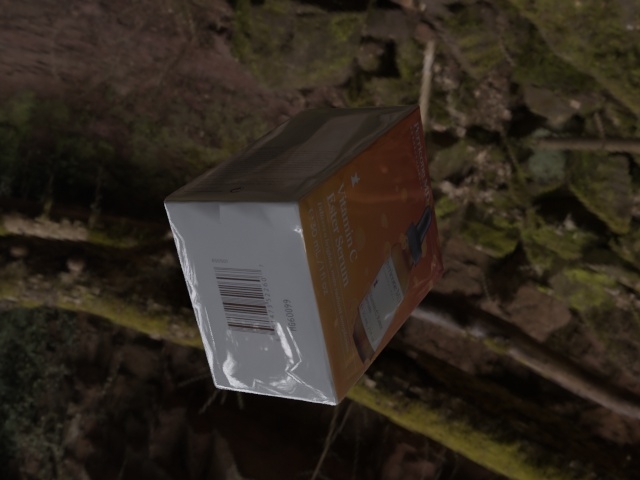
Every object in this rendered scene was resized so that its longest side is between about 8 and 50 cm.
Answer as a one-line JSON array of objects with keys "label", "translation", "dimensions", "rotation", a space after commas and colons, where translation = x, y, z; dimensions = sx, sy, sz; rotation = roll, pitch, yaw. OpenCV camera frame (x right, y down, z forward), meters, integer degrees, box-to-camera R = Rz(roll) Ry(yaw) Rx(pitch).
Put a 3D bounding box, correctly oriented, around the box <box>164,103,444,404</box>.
[{"label": "box", "translation": [0.000, 0.000, 0.557], "dimensions": [0.091, 0.130, 0.170], "rotation": [2, -153, 30]}]
